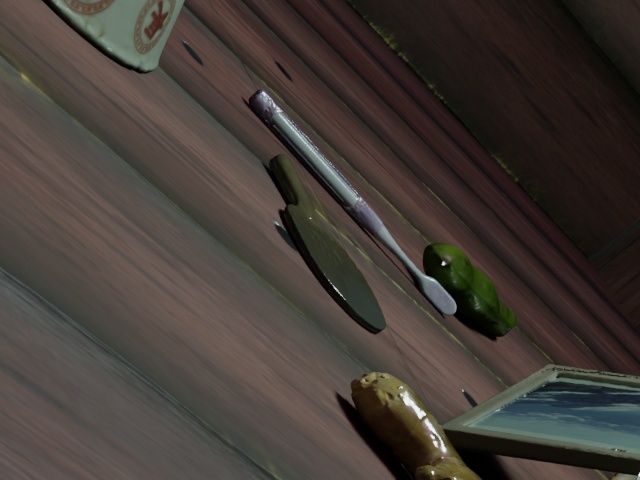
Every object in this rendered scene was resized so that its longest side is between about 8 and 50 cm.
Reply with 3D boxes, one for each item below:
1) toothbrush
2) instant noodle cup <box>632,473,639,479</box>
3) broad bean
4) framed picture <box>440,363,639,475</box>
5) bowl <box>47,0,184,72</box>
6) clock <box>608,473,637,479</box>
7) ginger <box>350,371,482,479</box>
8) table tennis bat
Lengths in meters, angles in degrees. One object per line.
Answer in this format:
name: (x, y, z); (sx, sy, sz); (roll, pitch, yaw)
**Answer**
toothbrush: (0.039, -0.040, 2.137); (0.354, 0.024, 0.029); (47, 4, -21)
instant noodle cup: (0.269, 0.287, 1.453); (0.178, 0.240, 0.240); (43, 8, 14)
broad bean: (0.181, 0.064, 2.316); (0.098, 0.056, 0.318); (44, 1, 19)
framed picture: (0.307, 0.167, 1.699); (0.247, 0.335, 0.022); (-18, 111, -57)
bowl: (-0.206, -0.327, 1.723); (0.337, 0.157, 0.337); (49, 10, -12)
clock: (0.362, 0.282, 1.786); (0.200, 0.244, 0.317); (53, 6, -6)
ginger: (0.093, 0.184, 1.463); (0.214, 0.059, 0.133); (54, 6, 13)
table tennis bat: (0.000, 0.000, 1.844); (0.131, 0.022, 0.234); (39, 18, -46)
